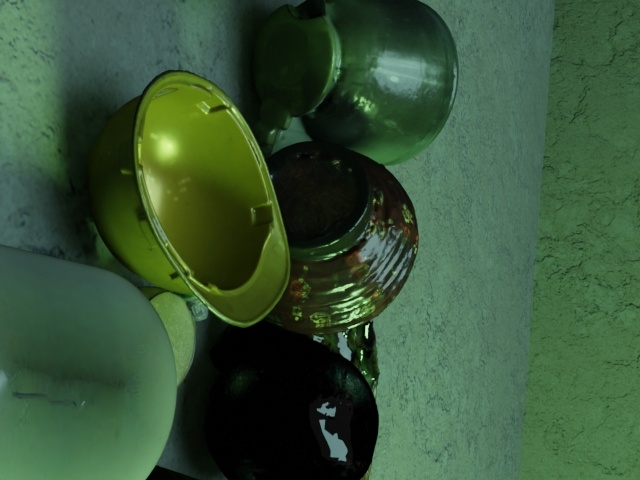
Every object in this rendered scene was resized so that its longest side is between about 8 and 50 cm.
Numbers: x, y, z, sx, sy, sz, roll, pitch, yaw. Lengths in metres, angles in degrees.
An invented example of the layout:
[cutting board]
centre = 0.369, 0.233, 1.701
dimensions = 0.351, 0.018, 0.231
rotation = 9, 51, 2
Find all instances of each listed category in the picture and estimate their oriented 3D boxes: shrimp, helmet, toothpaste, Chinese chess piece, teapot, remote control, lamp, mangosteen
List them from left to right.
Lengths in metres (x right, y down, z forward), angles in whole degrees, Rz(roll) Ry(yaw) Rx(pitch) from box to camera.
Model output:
[remote control]
centre = -0.239, 0.120, 0.756
dimensions = 0.332, 0.103, 0.221
rotation = 22, 66, -56
[Chinese chess piece]
centre = -0.183, 0.109, 0.964
dimensions = 0.122, 0.051, 0.122
rotation = -9, 100, -63
[helmet]
centre = -0.151, -0.032, 0.914
dimensions = 0.205, 0.140, 0.257
rotation = -48, 121, -53
[toothpaste]
centre = -0.158, -0.026, 1.020
dimensions = 0.078, 0.047, 0.248
rotation = -33, 119, -53
[mangosteen]
centre = -0.037, 0.204, 1.109
dimensions = 0.243, 0.243, 0.243
rotation = 1, 90, -65
[lamp]
centre = 0.000, 0.000, 1.094
dimensions = 0.247, 0.247, 0.247
rotation = 1, 90, -65
[teapot]
centre = 0.004, -0.198, 1.238
dimensions = 0.239, 0.321, 0.239
rotation = 1, 49, -47
[shrimp]
centre = 0.048, 0.206, 1.438
dimensions = 0.272, 0.085, 0.445
rotation = -50, 138, -61

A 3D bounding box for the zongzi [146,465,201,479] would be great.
[zongzi]
centre = -0.070, 0.374, 0.942
dimensions = 0.319, 0.383, 0.362
rotation = -45, 121, -4
